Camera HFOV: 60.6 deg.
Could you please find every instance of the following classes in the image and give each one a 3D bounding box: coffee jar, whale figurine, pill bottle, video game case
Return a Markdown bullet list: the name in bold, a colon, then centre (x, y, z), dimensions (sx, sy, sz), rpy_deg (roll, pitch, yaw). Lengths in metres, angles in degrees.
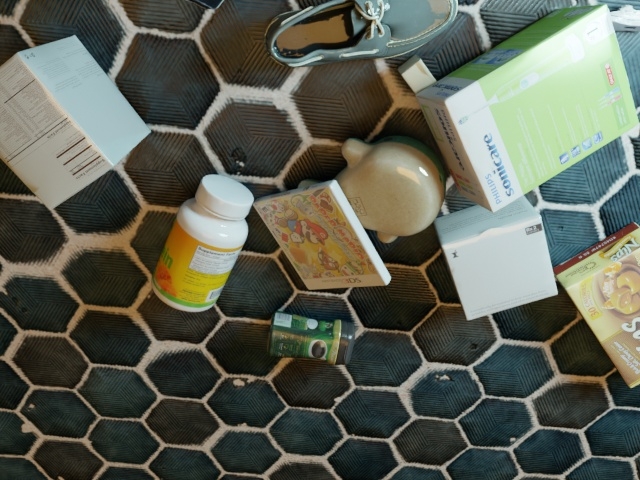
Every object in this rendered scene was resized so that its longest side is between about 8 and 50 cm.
- **coffee jar**: centre (-0.019, 0.211, 1.179), dimensions (0.184, 0.079, 0.096), rpy_deg (9, 115, -2)
- **whale figurine**: centre (0.096, -0.098, 1.004), dimensions (0.272, 0.141, 0.216), rpy_deg (-9, 121, 34)
- **pill bottle**: centre (-0.220, 0.004, 1.043), dimensions (0.136, 0.136, 0.245), rpy_deg (24, 116, -11)
- **video game case**: centre (0.000, 0.000, 1.040), dimensions (0.206, 0.026, 0.227), rpy_deg (-8, 122, 43)

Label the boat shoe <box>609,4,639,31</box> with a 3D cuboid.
- **boat shoe**: centre (0.496, -0.365, 0.892), dimensions (0.100, 0.035, 0.035), rpy_deg (6, 90, 3)

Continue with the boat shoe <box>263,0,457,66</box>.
- **boat shoe**: centre (0.065, -0.338, 0.877), dimensions (0.319, 0.099, 0.116), rpy_deg (-8, 117, 6)

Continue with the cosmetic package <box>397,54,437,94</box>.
- **cosmetic package**: centre (0.184, -0.257, 0.939), dimensions (0.041, 0.060, 0.115), rpy_deg (-36, 113, 17)

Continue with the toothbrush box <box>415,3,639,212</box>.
- **toothbrush box**: centre (0.333, -0.213, 0.887), dimensions (0.283, 0.122, 0.206), rpy_deg (-32, 113, -2)

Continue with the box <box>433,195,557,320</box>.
- **box**: centre (0.332, 0.029, 1.052), dimensions (0.181, 0.119, 0.182), rpy_deg (-18, 116, 11)

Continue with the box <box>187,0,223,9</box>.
- **box**: centre (-0.163, -0.607, 0.546), dimensions (0.480, 0.297, 0.471), rpy_deg (-41, 82, 20)

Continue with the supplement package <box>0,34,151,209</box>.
- **supplement package**: centre (-0.429, -0.200, 0.910), dimensions (0.149, 0.194, 0.203), rpy_deg (-29, 113, 16)

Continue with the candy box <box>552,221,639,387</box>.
- **candy box**: centre (0.637, 0.139, 1.118), dimensions (0.183, 0.087, 0.316), rpy_deg (-34, 113, 17)
